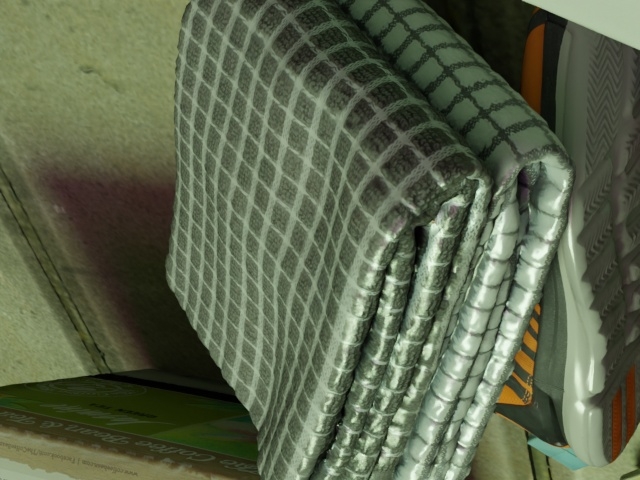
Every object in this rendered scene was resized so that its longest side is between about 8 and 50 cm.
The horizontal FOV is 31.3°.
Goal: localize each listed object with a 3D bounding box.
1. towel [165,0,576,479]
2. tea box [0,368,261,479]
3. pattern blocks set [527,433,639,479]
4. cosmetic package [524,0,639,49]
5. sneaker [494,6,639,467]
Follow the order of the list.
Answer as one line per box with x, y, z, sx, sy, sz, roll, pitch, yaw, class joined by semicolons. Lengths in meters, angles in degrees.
0.000;0.000;0.648;0.235;0.121;0.284;51;141;38;towel
-0.101;0.237;0.884;0.329;0.323;0.220;6;92;27;tea box
0.326;0.197;0.824;0.325;0.026;0.285;36;148;-16;pattern blocks set
0.110;-0.214;0.396;0.453;0.161;0.230;26;143;13;cosmetic package
0.102;-0.008;0.687;0.180;0.124;0.321;18;130;33;sneaker
